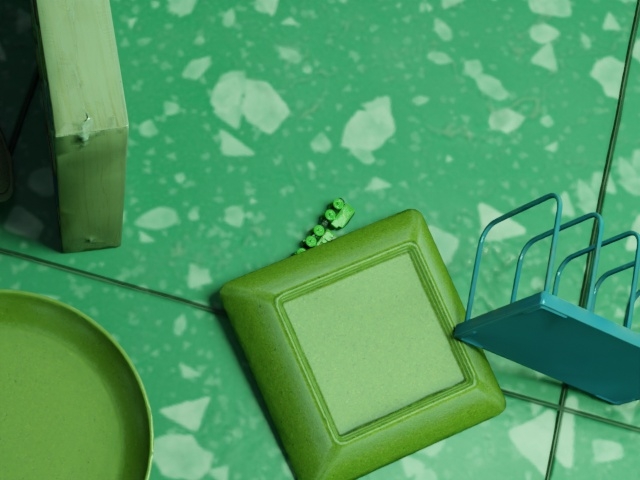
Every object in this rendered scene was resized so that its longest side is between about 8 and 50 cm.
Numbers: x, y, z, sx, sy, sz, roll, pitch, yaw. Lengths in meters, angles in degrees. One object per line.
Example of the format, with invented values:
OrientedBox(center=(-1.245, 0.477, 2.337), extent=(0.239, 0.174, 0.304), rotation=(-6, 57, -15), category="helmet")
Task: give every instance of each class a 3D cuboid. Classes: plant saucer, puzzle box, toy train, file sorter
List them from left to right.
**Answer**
OrientedBox(center=(-0.250, 0.157, 1.124), extent=(0.241, 0.037, 0.241), rotation=(3, 73, -9), category="plant saucer")
OrientedBox(center=(-0.204, -0.220, 1.128), extent=(0.052, 0.272, 0.409), rotation=(-8, 73, -11), category="puzzle box")
OrientedBox(center=(0.000, 0.000, 1.225), extent=(0.024, 0.017, 0.083), rotation=(38, 71, -7), category="toy train")
OrientedBox(center=(0.040, 0.085, 1.179), extent=(0.188, 0.045, 0.188), rotation=(-22, 83, -16), category="plant saucer")
OrientedBox(center=(0.217, 0.048, 1.167), extent=(0.170, 0.118, 0.104), rotation=(24, 65, -21), category="file sorter")

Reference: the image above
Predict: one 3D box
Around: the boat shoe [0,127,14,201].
OrientedBox(center=(-0.333, -0.117, 1.190), extent=(0.079, 0.084, 0.233), rotation=(-37, 88, 21), category="boat shoe")
